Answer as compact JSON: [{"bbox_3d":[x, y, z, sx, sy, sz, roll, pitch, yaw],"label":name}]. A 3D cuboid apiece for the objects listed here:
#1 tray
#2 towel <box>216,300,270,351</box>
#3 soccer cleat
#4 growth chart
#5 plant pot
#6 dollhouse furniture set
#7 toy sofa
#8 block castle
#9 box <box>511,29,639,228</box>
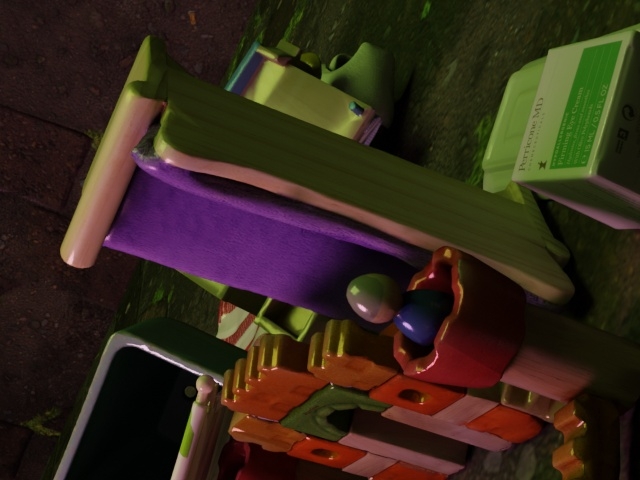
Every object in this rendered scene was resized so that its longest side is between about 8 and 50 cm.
[{"bbox_3d":[0.204,-0.106,0.930,0.145,0.030,0.270,-71,16,-7],"label":"tray"},{"bbox_3d":[-0.111,0.110,1.702,0.237,0.037,0.329,-51,24,47],"label":"towel"},{"bbox_3d":[0.007,-0.164,1.507,0.331,0.116,0.143,-16,58,62],"label":"soccer cleat"},{"bbox_3d":[-0.104,0.195,1.023,0.237,0.021,0.172,24,-96,-85],"label":"growth chart"},{"bbox_3d":[-0.132,0.226,1.275,0.252,0.247,0.248,-63,-3,-79],"label":"plant pot"},{"bbox_3d":[0.005,-0.041,1.310,0.286,0.198,0.303,31,90,36],"label":"dollhouse furniture set"},{"bbox_3d":[0.000,0.000,0.860,0.150,0.362,0.177,-61,21,27],"label":"toy sofa"},{"bbox_3d":[0.020,0.220,0.806,0.453,0.213,0.303,133,153,-54],"label":"block castle"},{"bbox_3d":[0.200,-0.070,0.744,0.087,0.102,0.101,0,71,64],"label":"box"}]
